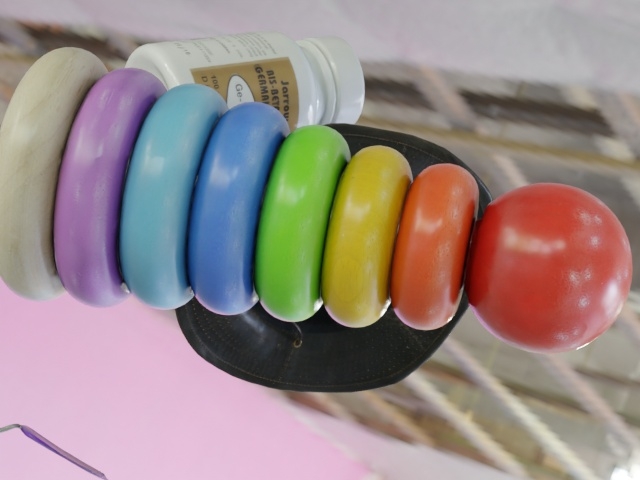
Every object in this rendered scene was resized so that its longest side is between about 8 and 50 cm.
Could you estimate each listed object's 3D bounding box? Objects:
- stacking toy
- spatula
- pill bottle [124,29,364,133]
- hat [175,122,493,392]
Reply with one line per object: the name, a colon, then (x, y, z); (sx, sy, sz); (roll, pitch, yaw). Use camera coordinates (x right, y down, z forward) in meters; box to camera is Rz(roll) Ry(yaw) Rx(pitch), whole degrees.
stacking toy: (0.000, -0.010, 0.856); (0.330, 0.141, 0.141); (10, -17, 7)
spatula: (-0.333, 0.170, 1.472); (0.296, 0.030, 0.084); (17, -5, -13)
pill bottle: (-0.076, -0.147, 1.638); (0.229, 0.131, 0.131); (-12, 6, -33)
hat: (0.000, 0.000, 1.592); (0.331, 0.331, 0.134); (34, 12, -34)
